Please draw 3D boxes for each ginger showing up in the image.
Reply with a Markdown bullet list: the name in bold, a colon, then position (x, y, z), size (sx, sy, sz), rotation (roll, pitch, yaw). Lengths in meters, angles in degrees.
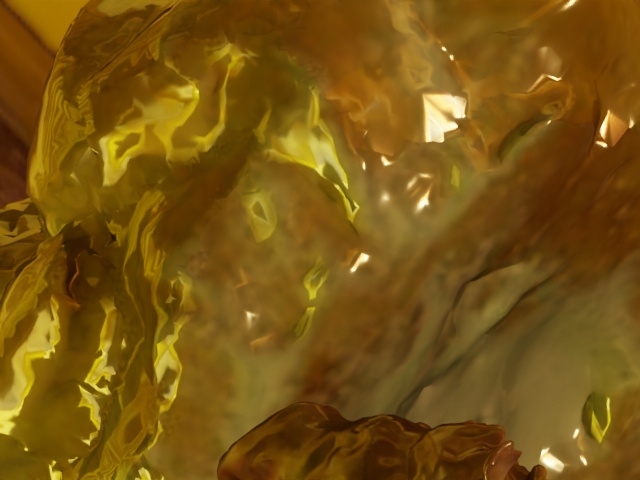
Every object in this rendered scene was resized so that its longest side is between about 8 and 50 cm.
- **ginger**: position (-0.006, 0.180, 0.394), size (0.122, 0.084, 0.290), rotation (8, -95, 46)

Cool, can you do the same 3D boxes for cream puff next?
- **cream puff**: position (0.000, 0.000, 0.711), size (0.378, 0.378, 0.275), rotation (-30, -128, -20)
